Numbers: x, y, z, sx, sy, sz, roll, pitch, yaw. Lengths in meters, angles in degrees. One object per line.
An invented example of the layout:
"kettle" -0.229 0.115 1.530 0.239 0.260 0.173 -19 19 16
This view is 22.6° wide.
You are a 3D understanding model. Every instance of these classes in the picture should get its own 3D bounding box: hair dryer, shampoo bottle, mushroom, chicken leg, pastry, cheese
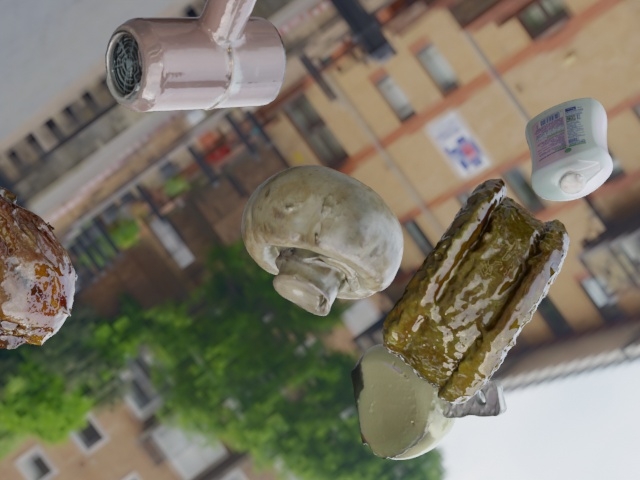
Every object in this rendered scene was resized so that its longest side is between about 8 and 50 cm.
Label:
"hair dryer" -0.098 -0.288 1.716 0.189 0.107 0.344 -6 134 -39
"shampoo bottle" 0.211 -0.074 1.356 0.072 0.043 0.099 -23 -148 19
"mushroom" 0.000 0.000 1.582 0.166 0.166 0.127 -31 -147 55
"chicken leg" -0.322 -0.031 1.471 0.093 0.304 0.113 -6 -149 43
"pastry" 0.135 0.043 1.383 0.189 0.103 0.189 -56 175 -7
"cheese" 0.117 0.167 1.672 0.054 0.127 0.251 -10 179 -30
